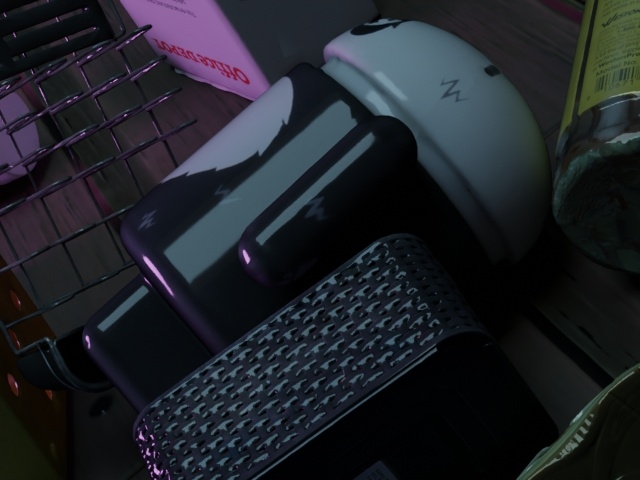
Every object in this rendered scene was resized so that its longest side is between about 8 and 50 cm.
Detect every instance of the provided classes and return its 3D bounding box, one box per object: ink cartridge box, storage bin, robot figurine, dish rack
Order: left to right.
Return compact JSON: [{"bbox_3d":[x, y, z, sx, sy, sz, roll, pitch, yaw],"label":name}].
[{"bbox_3d":[-0.153,-0.055,1.064,0.074,0.272,0.208,-22,6,45],"label":"dish rack"},{"bbox_3d":[-0.106,-0.253,1.291,0.117,0.278,0.201,-43,32,-14],"label":"ink cartridge box"},{"bbox_3d":[-0.002,-0.001,0.965,0.278,0.173,0.209,-41,34,-4],"label":"robot figurine"},{"bbox_3d":[0.013,0.099,0.861,0.180,0.122,0.084,-36,43,2],"label":"storage bin"}]

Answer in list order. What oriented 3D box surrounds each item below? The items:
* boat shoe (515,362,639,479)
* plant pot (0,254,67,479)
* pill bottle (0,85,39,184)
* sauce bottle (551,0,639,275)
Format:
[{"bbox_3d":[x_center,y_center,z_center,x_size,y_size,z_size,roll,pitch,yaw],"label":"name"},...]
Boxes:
[{"bbox_3d":[0.141,0.100,0.818,0.153,0.056,0.048,-44,1,0],"label":"boat shoe"},{"bbox_3d":[-0.276,0.099,1.094,0.187,0.212,0.212,-23,34,8],"label":"plant pot"},{"bbox_3d":[-0.329,-0.065,1.429,0.180,0.108,0.108,-19,36,28],"label":"pill bottle"},{"bbox_3d":[0.208,-0.134,0.987,0.111,0.111,0.344,-15,40,32],"label":"sauce bottle"}]
